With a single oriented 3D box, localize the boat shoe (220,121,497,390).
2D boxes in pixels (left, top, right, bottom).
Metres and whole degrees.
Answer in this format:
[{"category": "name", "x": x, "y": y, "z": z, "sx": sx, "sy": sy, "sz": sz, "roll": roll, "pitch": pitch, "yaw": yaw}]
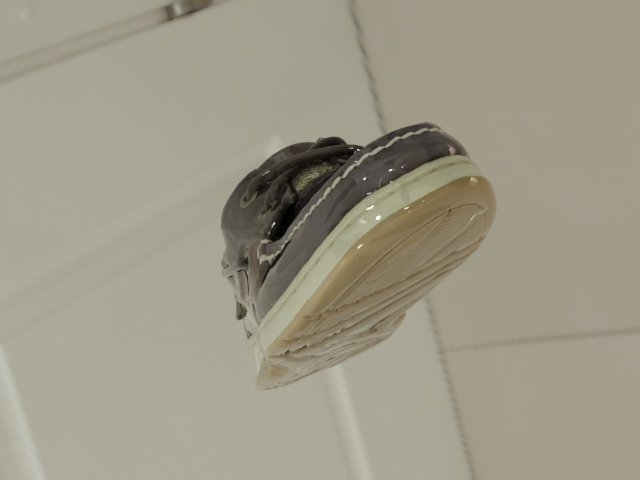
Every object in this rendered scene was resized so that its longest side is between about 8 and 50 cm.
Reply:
[{"category": "boat shoe", "x": 0.000, "y": 0.000, "z": 0.719, "sx": 0.092, "sy": 0.102, "sz": 0.285, "roll": 62, "pitch": 167, "yaw": 10}]
